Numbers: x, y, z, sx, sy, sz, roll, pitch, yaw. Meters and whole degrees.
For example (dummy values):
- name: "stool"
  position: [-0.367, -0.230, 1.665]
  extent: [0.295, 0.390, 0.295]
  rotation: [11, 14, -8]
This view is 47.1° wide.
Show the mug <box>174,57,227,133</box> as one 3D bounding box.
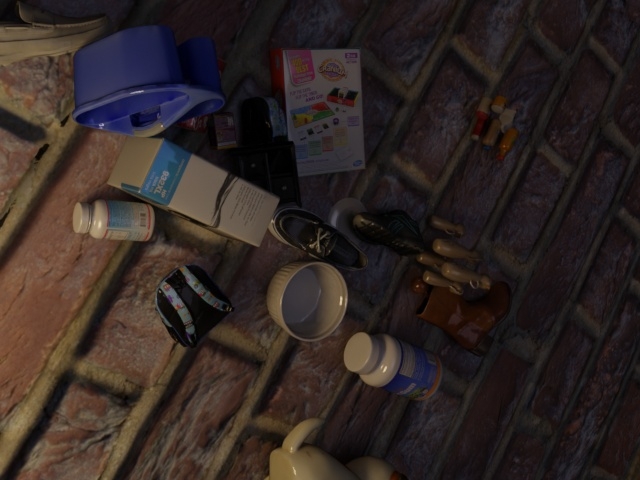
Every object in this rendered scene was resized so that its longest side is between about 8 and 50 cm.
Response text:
- name: "mug"
  position: [-0.302, -0.339, 1.666]
  extent: [0.113, 0.150, 0.169]
  rotation: [1, 104, -70]

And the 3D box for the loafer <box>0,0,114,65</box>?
- name: "loafer"
  position: [-0.570, -0.418, 1.452]
  extent: [0.319, 0.112, 0.111]
  rotation: [-22, 117, -29]

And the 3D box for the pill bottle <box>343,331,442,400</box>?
- name: "pill bottle"
  position: [0.200, 0.349, 2.060]
  extent: [0.272, 0.152, 0.152]
  rotation: [24, 84, -33]

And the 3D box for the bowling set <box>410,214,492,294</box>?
- name: "bowling set"
  position: [0.365, 0.079, 2.130]
  extent: [0.154, 0.287, 0.200]
  rotation: [18, 128, -18]

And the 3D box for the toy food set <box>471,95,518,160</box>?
- name: "toy food set"
  position: [0.513, -0.334, 2.178]
  extent: [0.104, 0.111, 0.232]
  rotation: [-65, 155, -8]

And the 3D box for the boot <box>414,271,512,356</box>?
- name: "boot"
  position: [0.440, 0.182, 2.258]
  extent: [0.280, 0.096, 0.264]
  rotation: [36, 78, -20]

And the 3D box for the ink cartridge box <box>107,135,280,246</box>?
- name: "ink cartridge box"
  position: [-0.280, -0.110, 1.625]
  extent: [0.307, 0.223, 0.129]
  rotation: [26, 83, -34]

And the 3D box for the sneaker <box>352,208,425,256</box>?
- name: "sneaker"
  position: [0.186, -0.037, 2.036]
  extent: [0.267, 0.101, 0.106]
  rotation: [23, 60, -41]

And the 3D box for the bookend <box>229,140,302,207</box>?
- name: "bookend"
  position: [-0.132, -0.152, 1.771]
  extent: [0.157, 0.072, 0.156]
  rotation: [-7, 104, -3]

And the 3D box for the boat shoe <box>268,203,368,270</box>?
- name: "boat shoe"
  position: [0.000, 0.000, 1.895]
  extent: [0.301, 0.102, 0.108]
  rotation: [32, 86, -30]

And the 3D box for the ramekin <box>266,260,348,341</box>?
- name: "ramekin"
  position: [-0.042, 0.149, 1.894]
  extent: [0.207, 0.109, 0.207]
  rotation: [-5, 100, -33]

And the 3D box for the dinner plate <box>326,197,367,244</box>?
- name: "dinner plate"
  position: [0.079, -0.047, 2.001]
  extent: [0.141, 0.017, 0.141]
  rotation: [-5, 99, -34]

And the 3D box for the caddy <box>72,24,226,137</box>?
- name: "caddy"
  position: [-0.350, -0.300, 1.487]
  extent: [0.241, 0.341, 0.179]
  rotation: [-1, 85, -52]

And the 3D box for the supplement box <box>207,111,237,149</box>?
- name: "supplement box"
  position: [-0.235, -0.260, 1.741]
  extent: [0.055, 0.043, 0.083]
  rotation: [-13, 105, -31]

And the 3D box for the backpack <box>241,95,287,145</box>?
- name: "backpack"
  position: [-0.138, -0.292, 1.769]
  extent: [0.084, 0.105, 0.114]
  rotation: [-24, 110, -53]

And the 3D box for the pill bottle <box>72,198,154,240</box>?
- name: "pill bottle"
  position: [-0.452, -0.045, 1.603]
  extent: [0.160, 0.087, 0.087]
  rotation: [4, 95, -34]

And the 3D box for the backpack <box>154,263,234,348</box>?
- name: "backpack"
  position: [-0.313, 0.139, 1.706]
  extent: [0.158, 0.117, 0.173]
  rotation: [-44, 119, -20]

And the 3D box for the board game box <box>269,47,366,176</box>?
- name: "board game box"
  position: [-0.003, -0.328, 1.872]
  extent: [0.242, 0.064, 0.316]
  rotation: [-9, 103, -32]

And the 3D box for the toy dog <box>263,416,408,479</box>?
- name: "toy dog"
  position: [0.034, 0.680, 1.962]
  extent: [0.408, 0.285, 0.395]
  rotation: [13, 72, -36]
